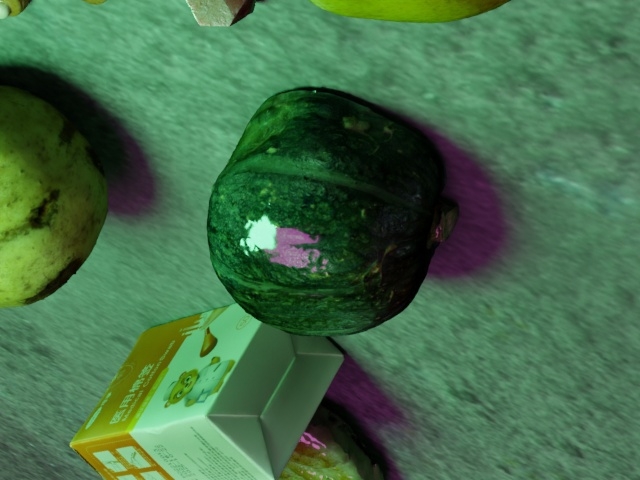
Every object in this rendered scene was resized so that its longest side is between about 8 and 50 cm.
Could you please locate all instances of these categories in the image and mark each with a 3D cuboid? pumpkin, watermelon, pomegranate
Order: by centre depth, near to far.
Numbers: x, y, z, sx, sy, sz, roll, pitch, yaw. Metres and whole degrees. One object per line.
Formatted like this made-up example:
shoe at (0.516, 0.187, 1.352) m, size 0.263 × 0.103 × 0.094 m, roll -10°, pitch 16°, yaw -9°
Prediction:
watermelon at (-0.114, -0.252, 1.688) m, size 0.084 × 0.072 × 0.092 m, roll 51°, pitch 150°, yaw -3°
pumpkin at (0.000, 0.000, 1.840) m, size 0.263 × 0.197 × 0.293 m, roll 15°, pitch 148°, yaw 17°
pomegranate at (-0.399, -0.054, 2.022) m, size 0.281 × 0.281 × 0.281 m, roll 20°, pitch 148°, yaw 14°

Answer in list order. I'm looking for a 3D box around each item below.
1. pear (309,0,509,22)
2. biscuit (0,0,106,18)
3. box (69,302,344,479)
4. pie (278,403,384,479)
pear at (0.088, -0.304, 1.257) m, size 0.294 × 0.294 × 0.294 m, roll 20°, pitch 148°, yaw 14°
biscuit at (-0.375, -0.321, 1.822) m, size 0.324 × 0.049 × 0.205 m, roll 9°, pitch 144°, yaw 33°
box at (-0.159, 0.219, 2.251) m, size 0.143 × 0.225 × 0.341 m, roll 45°, pitch 144°, yaw -21°
pie at (-0.048, 0.328, 2.463) m, size 0.296 × 0.078 × 0.371 m, roll 39°, pitch 149°, yaw -15°
